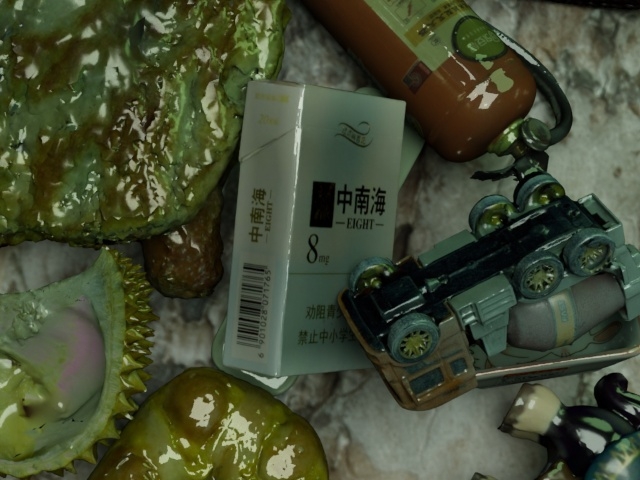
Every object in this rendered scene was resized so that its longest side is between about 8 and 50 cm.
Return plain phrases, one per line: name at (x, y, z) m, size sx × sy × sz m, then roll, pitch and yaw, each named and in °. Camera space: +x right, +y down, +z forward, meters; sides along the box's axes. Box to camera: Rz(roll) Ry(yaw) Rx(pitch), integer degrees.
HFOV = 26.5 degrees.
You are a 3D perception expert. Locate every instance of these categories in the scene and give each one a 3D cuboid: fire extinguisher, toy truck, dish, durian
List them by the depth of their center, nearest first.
toy truck at (0.155, 0.050, 1.145) m, size 0.257 × 0.108 × 0.140 m, roll -27°, pitch 129°, yaw -4°
durian at (-0.258, 0.105, 1.146) m, size 0.306 × 0.166 × 0.172 m, roll -5°, pitch 58°, yaw 28°
dish at (0.168, 0.077, 1.246) m, size 0.234 × 0.064 × 0.154 m, roll -8°, pitch 46°, yaw 0°
fire extinguisher at (0.116, -0.195, 1.272) m, size 0.200 × 0.113 × 0.376 m, roll -34°, pitch 77°, yaw -29°

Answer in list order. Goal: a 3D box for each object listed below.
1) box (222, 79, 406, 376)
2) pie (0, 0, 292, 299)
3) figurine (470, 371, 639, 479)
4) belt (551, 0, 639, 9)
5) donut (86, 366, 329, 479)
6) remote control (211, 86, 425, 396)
box at (-0.003, -0.010, 1.167) m, size 0.067 × 0.155 × 0.242 m, roll 7°, pitch 92°, yaw 36°
pie at (-0.246, -0.167, 1.198) m, size 0.418 × 0.180 × 0.395 m, roll 16°, pitch 77°, yaw -1°
figurine at (0.317, 0.271, 1.186) m, size 0.412 × 0.241 × 0.306 m, roll 1°, pitch 61°, yaw 1°
belt at (0.261, -0.324, 1.300) m, size 0.289 × 0.184 × 0.164 m, roll 7°, pitch 74°, yaw -13°
donut at (-0.108, 0.249, 1.165) m, size 0.208 × 0.128 × 0.261 m, roll 39°, pitch 77°, yaw -1°
remote control at (-0.001, -0.001, 1.273) m, size 0.090 × 0.038 × 0.309 m, roll 30°, pitch 77°, yaw -2°
